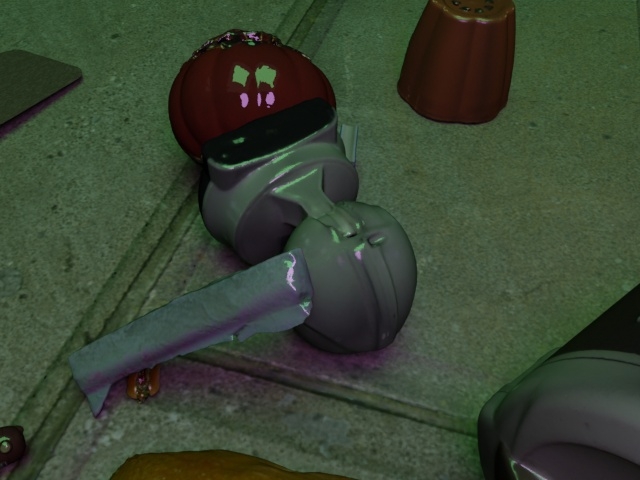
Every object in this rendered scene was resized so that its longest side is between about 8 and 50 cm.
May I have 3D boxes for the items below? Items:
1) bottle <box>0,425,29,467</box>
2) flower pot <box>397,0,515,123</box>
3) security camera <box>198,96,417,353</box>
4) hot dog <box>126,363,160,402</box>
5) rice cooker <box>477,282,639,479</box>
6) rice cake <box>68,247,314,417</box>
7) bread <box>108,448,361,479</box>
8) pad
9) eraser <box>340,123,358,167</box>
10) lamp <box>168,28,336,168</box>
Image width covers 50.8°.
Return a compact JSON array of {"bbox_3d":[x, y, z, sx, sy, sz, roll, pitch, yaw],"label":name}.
[{"bbox_3d":[-0.337,0.206,0.648,0.101,0.047,0.063,-16,59,-20],"label":"bottle"},{"bbox_3d":[0.231,-0.310,1.089,0.191,0.173,0.190,3,47,-4],"label":"flower pot"},{"bbox_3d":[0.000,0.000,0.769,0.197,0.191,0.277,-26,55,-21],"label":"security camera"},{"bbox_3d":[-0.195,0.138,0.739,0.037,0.021,0.083,-8,46,-9],"label":"hot dog"},{"bbox_3d":[0.317,0.182,0.530,0.325,0.335,0.335,-29,55,-27],"label":"rice cooker"},{"bbox_3d":[-0.133,0.094,0.682,0.291,0.051,0.081,-26,77,17],"label":"rice cake"},{"bbox_3d":[-0.069,0.315,0.493,0.328,0.147,0.336,14,47,9],"label":"bread"},{"bbox_3d":[-0.522,-0.234,1.063,0.176,0.002,0.266,20,44,19],"label":"pad"},{"bbox_3d":[0.037,-0.116,0.965,0.027,0.063,0.084,7,48,0],"label":"eraser"},{"bbox_3d":[-0.092,-0.182,0.913,0.227,0.226,0.226,2,47,-2],"label":"lamp"}]
